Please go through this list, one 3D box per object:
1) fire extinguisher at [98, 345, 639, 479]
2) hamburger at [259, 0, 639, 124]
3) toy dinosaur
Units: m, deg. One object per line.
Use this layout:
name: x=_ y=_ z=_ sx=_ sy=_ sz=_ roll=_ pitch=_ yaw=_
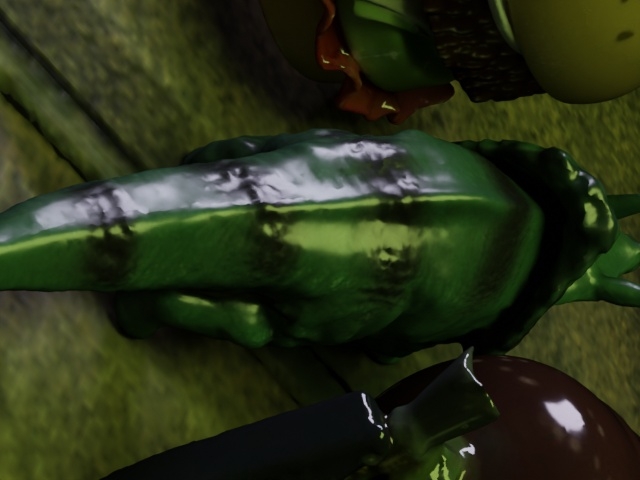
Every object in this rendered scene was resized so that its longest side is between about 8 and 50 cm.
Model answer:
fire extinguisher: x=0.079 y=0.130 z=0.605 sx=0.337 sy=0.135 sz=0.114 roll=43 pitch=20 yaw=-40
hamburger: x=0.065 y=-0.117 z=0.641 sx=0.175 sy=0.137 sz=0.175 roll=-26 pitch=120 yaw=-56
toy dinosaur: x=-0.009 y=0.001 z=0.585 sx=0.292 sy=0.120 sz=0.079 roll=0 pitch=86 yaw=-29
